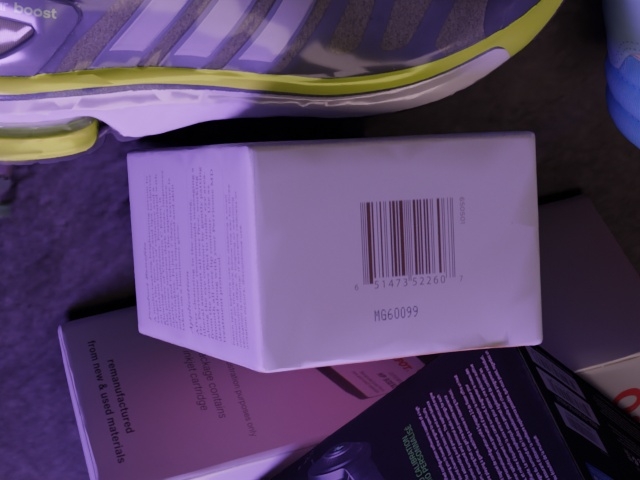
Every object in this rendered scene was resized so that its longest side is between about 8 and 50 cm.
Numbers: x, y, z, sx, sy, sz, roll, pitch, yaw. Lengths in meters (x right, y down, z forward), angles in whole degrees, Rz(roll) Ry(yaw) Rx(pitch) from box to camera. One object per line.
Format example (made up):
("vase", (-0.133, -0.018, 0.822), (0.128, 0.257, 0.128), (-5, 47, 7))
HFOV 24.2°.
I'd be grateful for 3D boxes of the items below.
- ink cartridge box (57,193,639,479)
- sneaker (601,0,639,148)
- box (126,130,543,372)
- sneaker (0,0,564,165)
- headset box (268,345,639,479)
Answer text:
("ink cartridge box", (0.028, 0.122, 0.847), (0.307, 0.129, 0.223), (-14, 137, -10))
("sneaker", (0.276, -0.123, 0.713), (0.319, 0.127, 0.208), (-8, 135, -2))
("box", (0.000, 0.000, 0.666), (0.130, 0.170, 0.091), (-5, 94, -22))
("sneaker", (-0.031, -0.116, 0.597), (0.300, 0.111, 0.121), (-14, 134, -12))
("headset box", (0.062, 0.207, 0.754), (0.283, 0.131, 0.246), (-37, 136, 16))
